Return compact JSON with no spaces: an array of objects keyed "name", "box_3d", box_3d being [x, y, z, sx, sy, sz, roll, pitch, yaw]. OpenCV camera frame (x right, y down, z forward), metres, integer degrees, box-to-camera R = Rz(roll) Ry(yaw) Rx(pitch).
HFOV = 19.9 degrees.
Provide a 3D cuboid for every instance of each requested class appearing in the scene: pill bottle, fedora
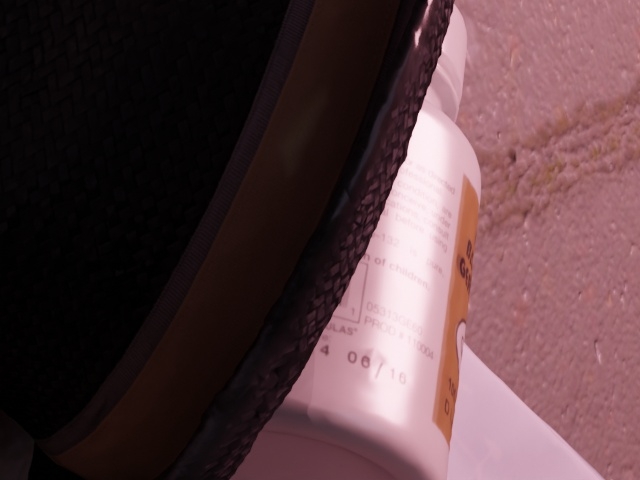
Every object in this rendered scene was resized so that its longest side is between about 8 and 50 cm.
[{"name":"pill bottle","box_3d":[0.000,0.000,0.771,0.131,0.131,0.229,45,45,-45]},{"name":"fedora","box_3d":[-0.081,-0.058,0.604,0.153,0.334,0.334,25,62,-16]}]

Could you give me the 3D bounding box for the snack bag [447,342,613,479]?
[{"name":"snack bag","box_3d":[0.055,0.231,0.885,0.323,0.037,0.342,42,61,-47]}]
